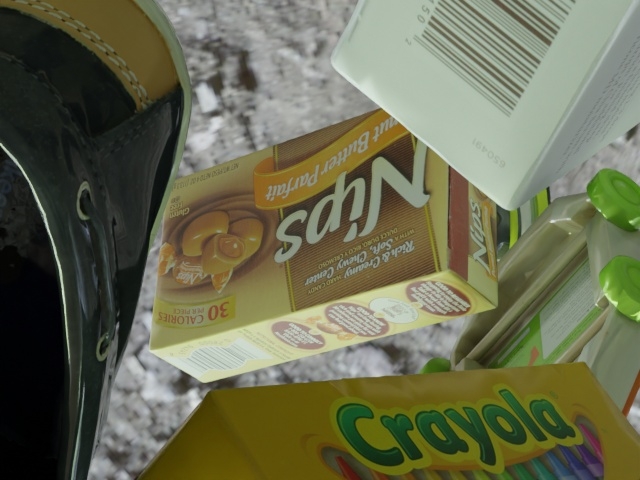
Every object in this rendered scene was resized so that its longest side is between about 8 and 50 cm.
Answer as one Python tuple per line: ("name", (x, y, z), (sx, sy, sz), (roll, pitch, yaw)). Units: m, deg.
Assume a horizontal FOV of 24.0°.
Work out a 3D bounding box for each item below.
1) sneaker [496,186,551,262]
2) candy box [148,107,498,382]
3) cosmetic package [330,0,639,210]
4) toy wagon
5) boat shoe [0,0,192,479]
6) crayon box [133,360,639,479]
("sneaker", (0.138, -0.106, 1.425), (0.121, 0.111, 0.300), (-7, 68, -4))
("candy box", (0.000, 0.000, 1.333), (0.316, 0.087, 0.183), (-16, 56, 31))
("cosmetic package", (0.230, -0.222, 1.019), (0.161, 0.453, 0.230), (41, 132, 17))
("toy wagon", (0.176, 0.109, 1.200), (0.068, 0.344, 0.267), (28, 123, -16))
("boat shoe", (-0.189, 0.106, 0.708), (0.186, 0.156, 0.500), (22, 118, 1))
("crayon box", (0.112, 0.219, 0.794), (0.106, 0.363, 0.313), (-48, 61, 27))
